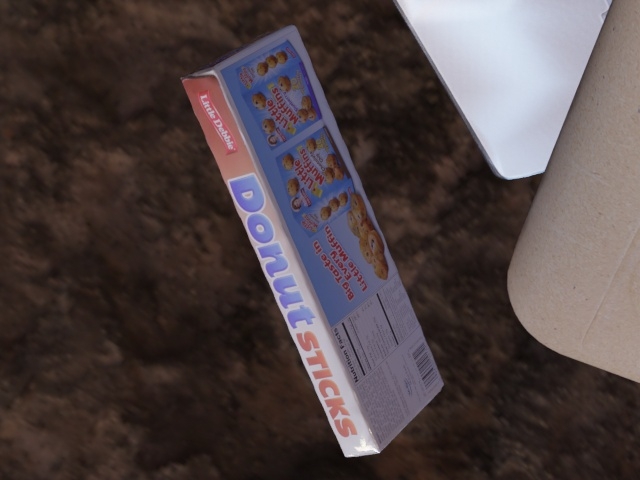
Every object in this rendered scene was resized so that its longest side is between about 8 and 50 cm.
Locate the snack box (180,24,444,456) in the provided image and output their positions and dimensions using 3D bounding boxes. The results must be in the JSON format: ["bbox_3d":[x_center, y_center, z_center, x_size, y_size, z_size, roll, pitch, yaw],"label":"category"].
[{"bbox_3d":[0.000,0.000,0.664,0.022,0.178,0.064,-14,-165,38],"label":"snack box"}]

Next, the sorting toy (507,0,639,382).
[{"bbox_3d":[0.159,0.001,0.366,0.208,0.193,0.038,24,-123,8],"label":"sorting toy"}]

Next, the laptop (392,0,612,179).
[{"bbox_3d":[0.182,-0.130,0.661,0.408,0.382,0.236,-15,-138,25],"label":"laptop"}]
